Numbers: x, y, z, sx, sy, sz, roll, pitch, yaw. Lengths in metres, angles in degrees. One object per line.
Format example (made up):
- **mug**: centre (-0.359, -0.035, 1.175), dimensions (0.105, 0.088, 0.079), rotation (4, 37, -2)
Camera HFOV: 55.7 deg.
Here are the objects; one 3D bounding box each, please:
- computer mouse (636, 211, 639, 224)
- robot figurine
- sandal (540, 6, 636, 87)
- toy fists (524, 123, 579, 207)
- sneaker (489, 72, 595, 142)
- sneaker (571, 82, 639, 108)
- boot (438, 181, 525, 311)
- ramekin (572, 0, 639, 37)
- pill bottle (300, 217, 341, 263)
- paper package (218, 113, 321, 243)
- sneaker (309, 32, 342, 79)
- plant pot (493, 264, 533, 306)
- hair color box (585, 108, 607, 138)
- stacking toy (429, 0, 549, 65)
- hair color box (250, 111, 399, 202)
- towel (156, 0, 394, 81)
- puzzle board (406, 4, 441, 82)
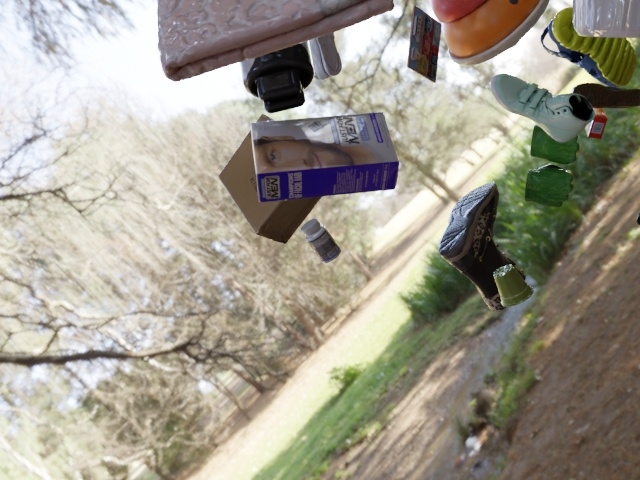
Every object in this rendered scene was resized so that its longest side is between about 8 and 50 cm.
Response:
- **computer mouse**: centre (0.679, -0.035, 1.075), dimensions (0.042, 0.193, 0.106), rotation (-10, -53, -61)
- **robot figurine**: centre (-0.106, -0.444, 1.417), dimensions (0.174, 0.278, 0.209), rotation (0, -19, -32)
- **sandal**: centre (0.733, -0.527, 1.669), dimensions (0.126, 0.317, 0.138), rotation (-62, 19, -2)
- **toy fists**: centre (0.745, -0.242, 1.935), dimensions (0.096, 0.142, 0.279), rotation (-28, -55, -56)
- **sneaker**: centre (0.549, -0.353, 1.481), dimensions (0.094, 0.256, 0.151), rotation (-57, 0, -14)
- **sneaker**: centre (0.764, -0.386, 1.639), dimensions (0.086, 0.192, 0.064), rotation (-82, -3, -82)
- **boot**: centre (0.534, 0.015, 1.921), dimensions (0.138, 0.284, 0.377), rotation (-25, 22, 43)
- **ramekin**: centre (0.679, -0.509, 1.309), dimensions (0.273, 0.273, 0.127), rotation (-38, -48, -57)
- **pill bottle**: centre (0.000, 0.000, 1.958), dimensions (0.078, 0.137, 0.078), rotation (-31, 19, 12)
- **paper package**: centre (-0.153, -0.215, 2.084), dimensions (0.168, 0.325, 0.309), rotation (16, -61, -49)
- **sneaker**: centre (-0.009, -0.616, 1.870), dimensions (0.090, 0.235, 0.095), rotation (-16, 11, -36)
- **plant pot**: centre (0.458, 0.104, 1.463), dimensions (0.083, 0.079, 0.083), rotation (-31, 12, 8)
- **hair color box**: centre (0.878, -0.380, 1.934), dimensions (0.141, 0.043, 0.072), rotation (-60, -21, -58)
- **stacking toy**: centre (0.393, -0.774, 1.729), dimensions (0.351, 0.480, 0.350), rotation (-38, 30, 26)
- **hair color box**: centre (0.006, -0.208, 1.486), dimensions (0.339, 0.185, 0.110), rotation (-7, -38, -5)
- **towel**: centre (-0.084, -0.383, 0.848), dimensions (0.317, 0.331, 0.053), rotation (-16, -36, 4)
- **puzzle board**: centre (0.212, -0.394, 1.220), dimensions (0.011, 0.128, 0.096), rotation (1, -8, 44)
